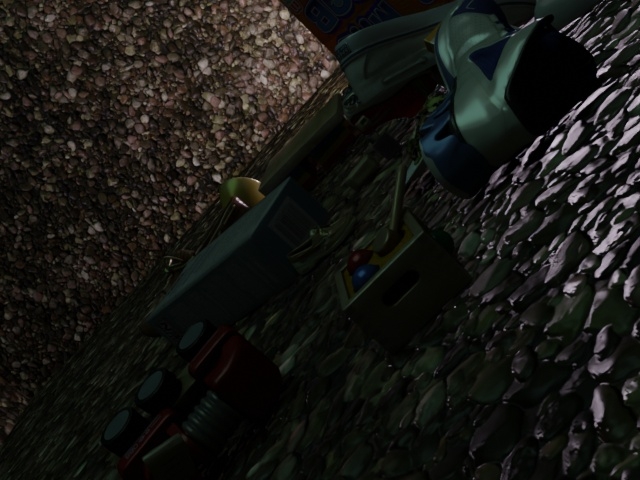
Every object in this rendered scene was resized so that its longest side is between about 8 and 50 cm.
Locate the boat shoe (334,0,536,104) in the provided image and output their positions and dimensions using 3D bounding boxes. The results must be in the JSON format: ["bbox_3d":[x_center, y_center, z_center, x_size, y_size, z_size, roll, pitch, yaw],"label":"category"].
[{"bbox_3d":[0.213,-0.296,1.180,0.367,0.156,0.136,-21,-1,-20],"label":"boat shoe"}]

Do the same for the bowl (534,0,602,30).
[{"bbox_3d":[0.372,-0.373,1.057,0.142,0.053,0.142,-30,23,54],"label":"bowl"}]

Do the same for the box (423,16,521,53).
[{"bbox_3d":[0.229,-0.291,1.070,0.081,0.028,0.136,-47,55,-8],"label":"box"}]

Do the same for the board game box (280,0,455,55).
[{"bbox_3d":[0.180,-0.690,1.912,0.356,0.356,0.356,-53,14,-23],"label":"board game box"}]

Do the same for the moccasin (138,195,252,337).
[{"bbox_3d":[-0.288,0.060,1.686,0.380,0.147,0.139,-50,13,-8],"label":"moccasin"}]

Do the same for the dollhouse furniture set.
[{"bbox_3d":[0.076,-0.152,1.327,0.114,0.091,0.081,-50,-2,2],"label":"dollhouse furniture set"}]

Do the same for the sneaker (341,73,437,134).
[{"bbox_3d":[0.172,-0.291,1.351,0.279,0.118,0.107,-28,44,4],"label":"sneaker"}]

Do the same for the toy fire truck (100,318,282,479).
[{"bbox_3d":[-0.140,0.207,0.841,0.217,0.158,0.246,-50,25,-13],"label":"toy fire truck"}]

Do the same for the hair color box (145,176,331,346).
[{"bbox_3d":[-0.160,0.056,1.372,0.374,0.113,0.185,-35,18,41],"label":"hair color box"}]

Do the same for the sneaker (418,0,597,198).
[{"bbox_3d":[0.233,-0.200,0.864,0.182,0.127,0.315,-30,32,39],"label":"sneaker"}]

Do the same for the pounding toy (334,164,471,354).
[{"bbox_3d":[0.080,0.014,0.756,0.141,0.100,0.130,-46,14,9],"label":"pounding toy"}]

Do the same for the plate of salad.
[{"bbox_3d":[0.156,-0.163,1.052,0.199,0.048,0.200,-60,0,0],"label":"plate of salad"}]

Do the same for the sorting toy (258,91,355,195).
[{"bbox_3d":[-0.018,-0.215,1.756,0.255,0.089,0.257,-43,13,17],"label":"sorting toy"}]

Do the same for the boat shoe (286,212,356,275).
[{"bbox_3d":[0.000,0.000,1.171,0.135,0.045,0.050,-44,14,16],"label":"boat shoe"}]

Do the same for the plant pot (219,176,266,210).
[{"bbox_3d":[-0.210,-0.092,1.971,0.134,0.134,0.095,-35,42,42],"label":"plant pot"}]
